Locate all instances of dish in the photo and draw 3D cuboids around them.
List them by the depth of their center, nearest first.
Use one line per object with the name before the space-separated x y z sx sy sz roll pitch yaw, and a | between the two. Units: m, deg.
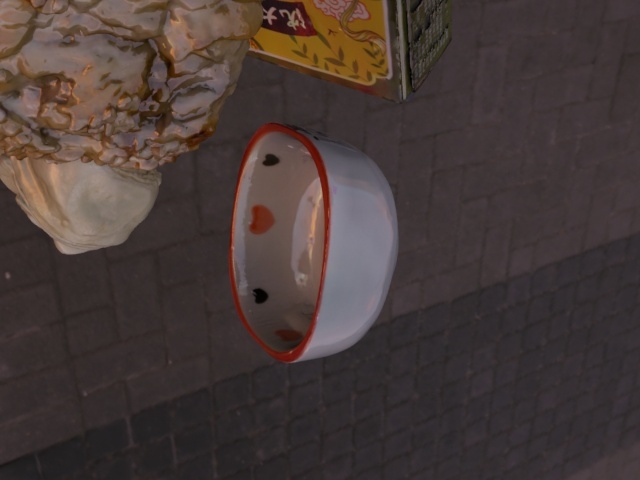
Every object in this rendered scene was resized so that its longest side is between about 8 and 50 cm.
dish | 0.000 0.000 0.834 0.117 0.256 0.256 1 114 -28

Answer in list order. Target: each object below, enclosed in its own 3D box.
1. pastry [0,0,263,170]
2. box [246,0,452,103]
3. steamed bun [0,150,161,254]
pastry | -0.172 -0.158 0.563 0.255 0.162 0.311 12 140 -22
box | -0.042 -0.392 0.912 0.138 0.373 0.420 -57 155 -29
steamed bun | -0.419 -0.104 1.334 0.203 0.289 0.276 -50 148 7
